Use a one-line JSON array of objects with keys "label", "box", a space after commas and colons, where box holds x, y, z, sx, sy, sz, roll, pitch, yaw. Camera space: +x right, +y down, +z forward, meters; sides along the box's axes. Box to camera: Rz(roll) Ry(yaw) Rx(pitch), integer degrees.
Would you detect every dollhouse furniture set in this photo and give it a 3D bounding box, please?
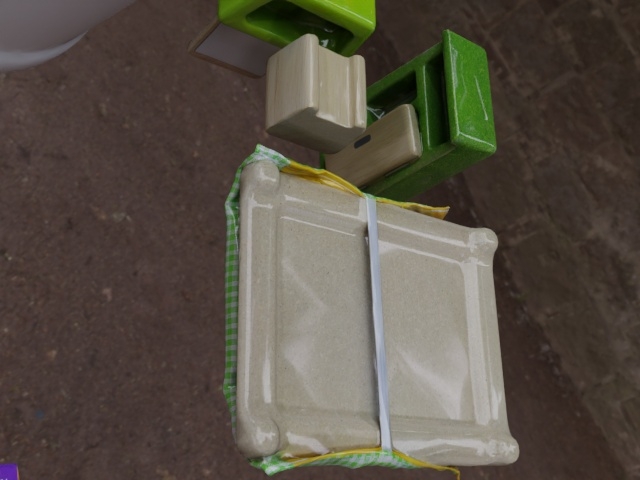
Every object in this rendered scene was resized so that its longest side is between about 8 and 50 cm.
[{"label": "dollhouse furniture set", "box": [0.000, 0.000, 0.485, 0.198, 0.151, 0.301, 14, 65, -35]}]

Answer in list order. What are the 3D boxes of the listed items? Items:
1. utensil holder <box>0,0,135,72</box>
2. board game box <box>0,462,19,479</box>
[{"label": "utensil holder", "box": [-0.195, -0.352, 0.584, 0.327, 0.385, 0.327, 25, 58, -48]}, {"label": "board game box", "box": [-0.550, 0.446, 0.745, 0.356, 0.356, 0.356, 31, 44, -66]}]
